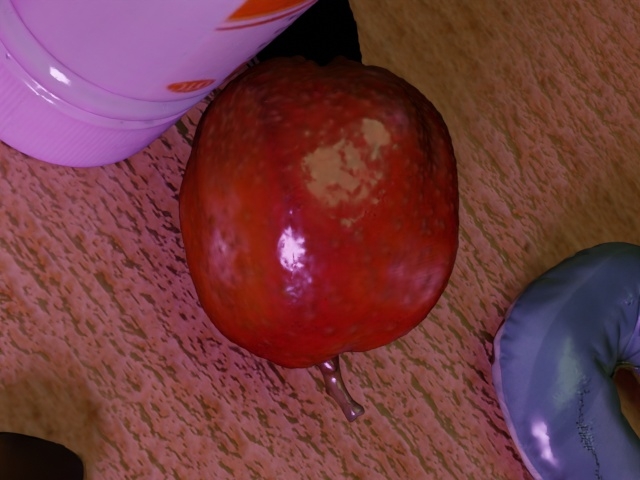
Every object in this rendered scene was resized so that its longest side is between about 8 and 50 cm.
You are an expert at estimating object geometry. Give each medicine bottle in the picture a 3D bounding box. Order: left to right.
[{"bbox_3d":[-0.107,-0.199,1.235,0.202,0.316,0.202,16,60,-29],"label":"medicine bottle"}]

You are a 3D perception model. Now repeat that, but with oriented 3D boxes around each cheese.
[{"bbox_3d":[-0.190,0.201,1.157,0.086,0.036,0.162,20,57,-29],"label":"cheese"}]

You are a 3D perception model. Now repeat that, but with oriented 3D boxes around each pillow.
[{"bbox_3d":[0.235,0.112,1.468,0.233,0.086,0.214,-40,97,-39],"label":"pillow"}]

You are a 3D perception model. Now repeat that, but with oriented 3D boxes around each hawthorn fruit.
[{"bbox_3d":[0.000,0.000,1.286,0.205,0.205,0.253,0,86,-35],"label":"hawthorn fruit"}]

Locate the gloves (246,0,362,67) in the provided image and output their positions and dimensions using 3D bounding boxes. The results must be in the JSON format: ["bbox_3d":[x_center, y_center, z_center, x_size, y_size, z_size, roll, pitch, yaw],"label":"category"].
[{"bbox_3d":[-0.037,-0.204,1.422,0.140,0.131,0.218,32,13,-36],"label":"gloves"}]
